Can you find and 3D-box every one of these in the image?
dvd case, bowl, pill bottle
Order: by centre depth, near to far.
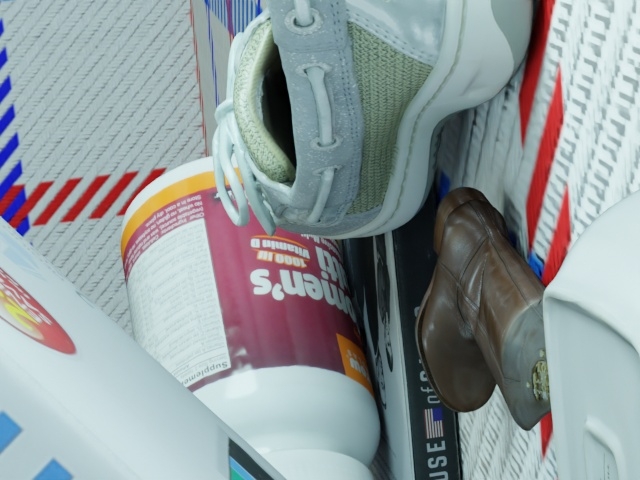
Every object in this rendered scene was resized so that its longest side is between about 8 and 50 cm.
[{"bbox_3d":[0.091,0.057,0.423,0.142,0.053,0.142,-130,33,-79],"label":"bowl"},{"bbox_3d":[-0.035,0.072,0.961,0.121,0.121,0.221,92,168,-53],"label":"pill bottle"},{"bbox_3d":[0.040,0.063,0.962,0.179,0.029,0.239,-128,31,-77],"label":"dvd case"}]

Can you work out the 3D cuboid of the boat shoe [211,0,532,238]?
[{"bbox_3d":[-0.001,-0.072,0.759,0.320,0.103,0.118,137,127,-75],"label":"boat shoe"}]

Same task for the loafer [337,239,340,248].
[{"bbox_3d":[0.000,0.000,1.145,0.148,0.050,0.056,110,152,-76],"label":"loafer"}]

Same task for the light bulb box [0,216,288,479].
[{"bbox_3d":[-0.142,0.217,0.623,0.358,0.361,0.225,44,-179,-4],"label":"light bulb box"}]

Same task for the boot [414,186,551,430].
[{"bbox_3d":[0.069,0.047,0.694,0.114,0.037,0.106,-118,19,-60],"label":"boot"}]
